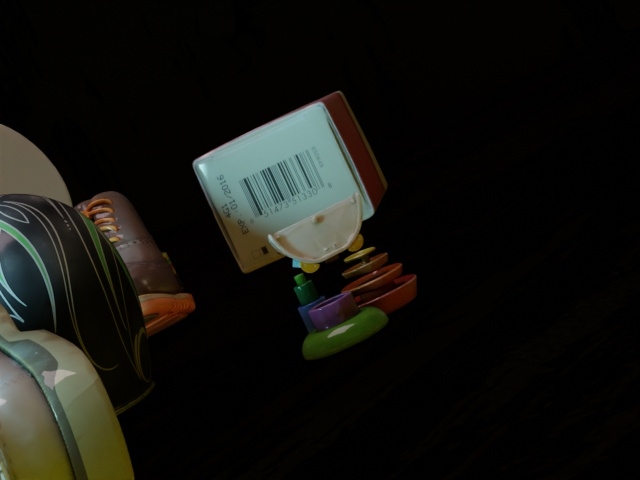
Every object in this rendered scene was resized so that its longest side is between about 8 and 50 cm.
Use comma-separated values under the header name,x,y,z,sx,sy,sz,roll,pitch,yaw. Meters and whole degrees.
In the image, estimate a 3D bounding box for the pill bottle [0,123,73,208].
name,x,y,z,sx,sy,sz,roll,pitch,yaw
pill bottle,-0.378,0.043,1.419,0.334,0.188,0.188,-40,-3,29

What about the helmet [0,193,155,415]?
name,x,y,z,sx,sy,sz,roll,pitch,yaw
helmet,-0.195,0.050,1.014,0.169,0.161,0.169,-25,5,2

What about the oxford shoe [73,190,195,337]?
name,x,y,z,sx,sy,sz,roll,pitch,yaw
oxford shoe,-0.200,0.031,1.409,0.130,0.132,0.364,-25,5,-8

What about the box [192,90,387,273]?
name,x,y,z,sx,sy,sz,roll,pitch,yaw
box,-0.026,-0.066,1.618,0.148,0.127,0.232,-25,5,8

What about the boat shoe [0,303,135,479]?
name,x,y,z,sx,sy,sz,roll,pitch,yaw
boat shoe,-0.189,0.096,0.787,0.103,0.113,0.302,-21,4,-22

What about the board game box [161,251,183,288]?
name,x,y,z,sx,sy,sz,roll,pitch,yaw
board game box,-0.252,0.078,1.673,0.170,0.048,0.141,-29,4,-32

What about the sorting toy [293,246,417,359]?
name,x,y,z,sx,sy,sz,roll,pitch,yaw
sorting toy,0.013,0.032,0.878,0.061,0.042,0.102,-22,6,30

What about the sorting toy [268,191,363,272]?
name,x,y,z,sx,sy,sz,roll,pitch,yaw
sorting toy,0.000,0.000,1.313,0.083,0.045,0.075,-26,-2,-7
